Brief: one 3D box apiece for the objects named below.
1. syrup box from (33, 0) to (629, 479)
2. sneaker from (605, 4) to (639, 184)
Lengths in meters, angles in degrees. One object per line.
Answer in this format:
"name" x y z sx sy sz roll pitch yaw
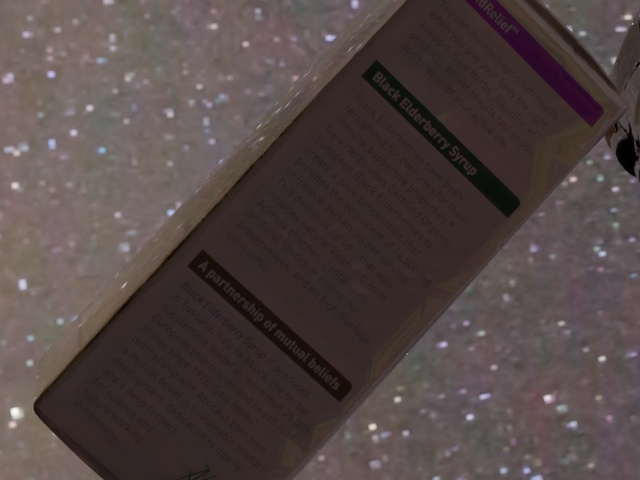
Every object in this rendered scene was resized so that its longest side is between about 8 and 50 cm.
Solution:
"syrup box" 0.000 0.000 0.560 0.096 0.237 0.093 44 -2 -12
"sneaker" 0.207 -0.057 0.678 0.126 0.321 0.127 21 -53 1
